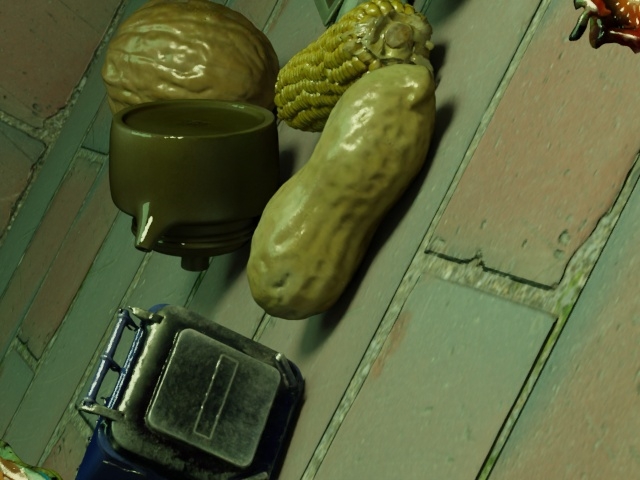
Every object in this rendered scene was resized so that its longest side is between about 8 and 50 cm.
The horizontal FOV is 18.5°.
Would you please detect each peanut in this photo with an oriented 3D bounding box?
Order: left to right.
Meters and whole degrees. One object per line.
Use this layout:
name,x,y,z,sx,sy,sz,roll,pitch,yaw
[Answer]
peanut,0.019,-0.046,1.751,0.263,0.101,0.117,-58,36,15

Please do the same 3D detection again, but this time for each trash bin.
trash bin,-0.142,0.173,1.775,0.234,0.184,0.162,-46,21,59

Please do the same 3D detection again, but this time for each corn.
corn,0.030,-0.167,1.930,0.106,0.106,0.293,-66,14,-14

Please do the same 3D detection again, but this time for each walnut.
walnut,-0.147,-0.193,2.324,0.213,0.213,0.213,-54,18,26

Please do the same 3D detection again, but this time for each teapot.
teapot,-0.132,-0.056,2.146,0.267,0.185,0.175,-32,-52,-59

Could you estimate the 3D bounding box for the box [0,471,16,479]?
box,-0.296,0.388,1.798,0.341,0.225,0.143,-52,18,34

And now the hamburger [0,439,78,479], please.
hamburger,-0.300,0.326,2.101,0.276,0.150,0.261,-119,37,-44

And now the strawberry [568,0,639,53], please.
strawberry,0.266,-0.209,1.320,0.208,0.087,0.167,-15,65,35

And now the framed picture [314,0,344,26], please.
framed picture,0.045,-0.408,2.351,0.232,0.019,0.296,-56,25,23

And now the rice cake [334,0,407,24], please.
rice cake,0.065,-0.271,2.044,0.069,0.063,0.206,-34,32,63
